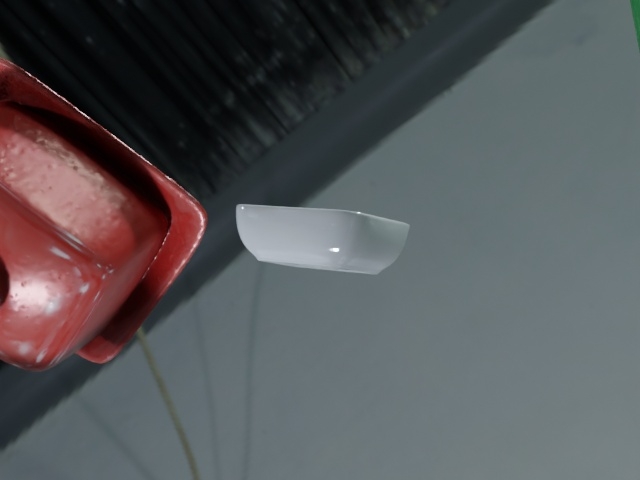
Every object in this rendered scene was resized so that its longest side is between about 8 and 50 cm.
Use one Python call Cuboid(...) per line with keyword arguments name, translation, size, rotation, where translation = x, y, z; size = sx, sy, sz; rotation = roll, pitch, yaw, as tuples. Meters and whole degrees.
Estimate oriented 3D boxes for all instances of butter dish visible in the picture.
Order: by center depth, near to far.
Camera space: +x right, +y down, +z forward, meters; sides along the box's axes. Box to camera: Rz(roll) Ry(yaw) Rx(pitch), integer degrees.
Cuboid(name="butter dish", translation=(-0.172, 0.009, 0.800), size=(0.160, 0.160, 0.118), rotation=(-51, 4, 39))

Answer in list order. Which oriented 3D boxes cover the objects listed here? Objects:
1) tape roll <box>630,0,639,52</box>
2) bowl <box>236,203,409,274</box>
Cuboid(name="tape roll", translation=(0.203, -0.075, 0.582), size=(0.077, 0.321, 0.321), rotation=(-13, 54, 2))
Cuboid(name="bowl", translation=(0.000, 0.000, 1.338), size=(0.142, 0.142, 0.053), rotation=(6, 87, 25))
